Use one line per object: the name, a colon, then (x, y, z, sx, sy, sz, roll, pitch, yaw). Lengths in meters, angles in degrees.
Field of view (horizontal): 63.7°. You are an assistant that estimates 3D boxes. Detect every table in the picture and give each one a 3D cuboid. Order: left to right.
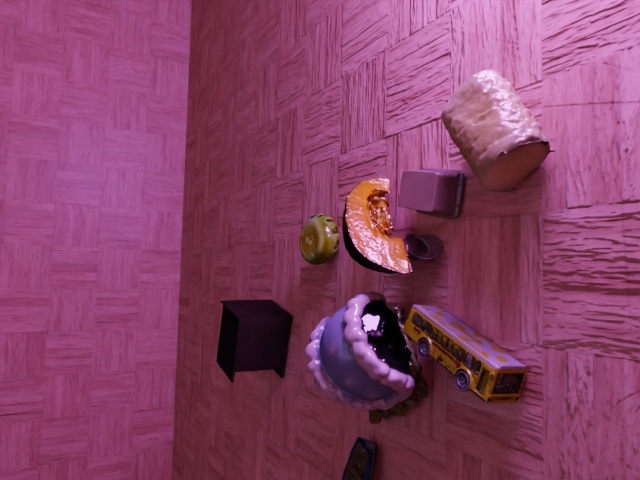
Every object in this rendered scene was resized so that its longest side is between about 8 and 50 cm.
table: (-0.204, 0.293, 1.537, 0.172, 0.169, 0.193, 23, 108, 60)

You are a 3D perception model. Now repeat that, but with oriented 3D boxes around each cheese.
cheese: (0.267, -0.171, 0.804, 0.123, 0.093, 0.167, -58, 39, 44)

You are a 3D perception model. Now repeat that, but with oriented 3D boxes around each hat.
hat: (0.192, 0.021, 0.979, 0.087, 0.058, 0.042, 20, 148, 38)

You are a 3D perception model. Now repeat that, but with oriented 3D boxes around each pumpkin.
pumpkin: (0.086, 0.004, 1.045, 0.163, 0.111, 0.278, 105, 164, -45)

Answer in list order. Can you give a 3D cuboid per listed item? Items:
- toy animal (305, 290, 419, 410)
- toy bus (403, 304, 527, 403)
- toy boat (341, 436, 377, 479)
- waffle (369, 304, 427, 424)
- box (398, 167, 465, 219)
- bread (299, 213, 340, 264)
toy animal: (0.067, 0.211, 0.969, 0.204, 0.156, 0.208, -41, 53, 39)
toy bus: (0.232, 0.183, 0.853, 0.226, 0.081, 0.074, 39, 116, 60)
toy boat: (0.075, 0.535, 1.107, 0.080, 0.046, 0.229, 27, 105, 57)
waffle: (0.122, 0.254, 1.063, 0.204, 0.054, 0.223, -49, 47, 48)
box: (0.200, -0.090, 0.951, 0.122, 0.062, 0.089, 20, 104, 61)
bread: (0.000, 0.000, 1.296, 0.139, 0.071, 0.130, -54, 46, 42)
